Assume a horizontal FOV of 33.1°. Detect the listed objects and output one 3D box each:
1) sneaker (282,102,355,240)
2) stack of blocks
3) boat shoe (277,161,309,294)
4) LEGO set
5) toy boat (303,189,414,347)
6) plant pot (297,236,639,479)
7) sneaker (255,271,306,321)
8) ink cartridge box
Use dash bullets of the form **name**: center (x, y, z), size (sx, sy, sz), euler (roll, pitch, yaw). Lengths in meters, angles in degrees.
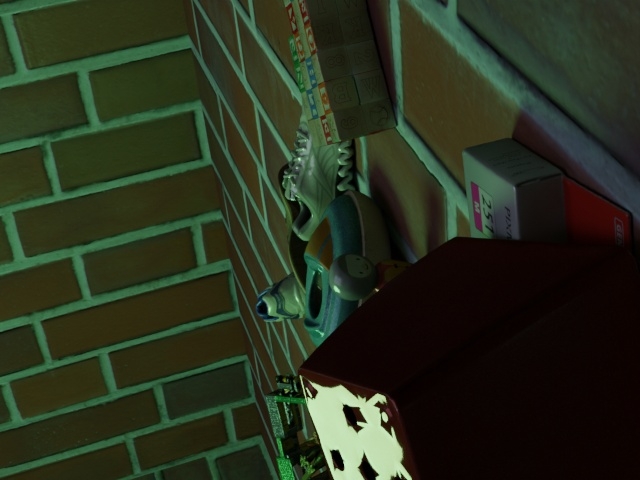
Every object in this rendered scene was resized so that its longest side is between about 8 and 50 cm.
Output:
- **sneaker**: center (-0.007, -0.129, 1.793), size (0.110, 0.118, 0.292), euler (-125, 24, -64)
- **stack of blocks**: center (0.012, -0.291, 1.554), size (0.171, 0.087, 0.297), euler (-170, 65, -78)
- **boat shoe**: center (0.000, 0.000, 1.948), size (0.110, 0.122, 0.341), euler (81, 178, -48)
- **LEGO set**: center (0.032, 0.414, 2.297), size (0.255, 0.192, 0.331), euler (-16, 93, 49)
- **toy boat**: center (0.044, 0.053, 1.618), size (0.318, 0.148, 0.267), euler (177, 97, -72)
- **plant pot**: center (0.138, 0.165, 0.983), size (0.267, 0.236, 0.267), euler (4, 114, 62)
- **sneaker**: center (-0.095, 0.137, 2.517), size (0.296, 0.131, 0.112), euler (125, 127, -77)
- **ink cartridge box**: center (0.226, 0.062, 1.068), size (0.239, 0.060, 0.275), euler (-126, 24, -64)
